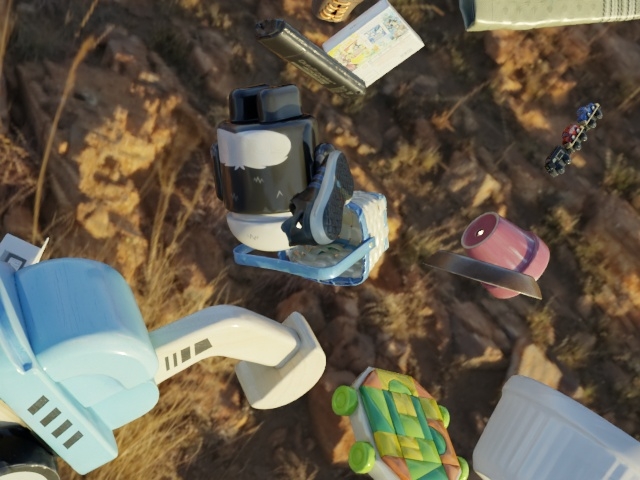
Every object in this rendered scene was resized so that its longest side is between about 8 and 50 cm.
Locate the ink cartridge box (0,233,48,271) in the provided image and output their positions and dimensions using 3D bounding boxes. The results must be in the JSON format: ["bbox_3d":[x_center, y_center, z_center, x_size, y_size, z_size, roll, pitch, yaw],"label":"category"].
[{"bbox_3d":[-0.485,0.066,1.331,0.060,0.104,0.180,26,32,-13],"label":"ink cartridge box"}]

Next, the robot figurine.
[{"bbox_3d":[-0.082,-0.121,1.470,0.174,0.209,0.278,-9,106,-16],"label":"robot figurine"}]

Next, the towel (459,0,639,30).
[{"bbox_3d":[0.263,-0.370,0.858,0.325,0.056,0.312,-8,102,-21],"label":"towel"}]

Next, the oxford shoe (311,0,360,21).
[{"bbox_3d":[0.054,-0.519,1.832,0.130,0.132,0.363,16,14,-12],"label":"oxford shoe"}]

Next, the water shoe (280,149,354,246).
[{"bbox_3d":[-0.007,-0.064,1.231,0.203,0.080,0.072,-71,144,-56],"label":"water shoe"}]

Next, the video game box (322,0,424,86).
[{"bbox_3d":[0.137,-0.510,2.277,0.187,0.205,0.048,32,31,-50],"label":"video game box"}]

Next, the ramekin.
[{"bbox_3d":[0.308,0.293,1.055,0.273,0.273,0.127,38,82,0],"label":"ramekin"}]

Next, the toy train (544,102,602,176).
[{"bbox_3d":[0.396,-0.163,1.371,0.036,0.027,0.158,42,66,-7],"label":"toy train"}]

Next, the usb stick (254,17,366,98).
[{"bbox_3d":[-0.015,-0.339,1.646,0.278,0.077,0.045,26,70,-47],"label":"usb stick"}]

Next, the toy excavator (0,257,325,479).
[{"bbox_3d":[-0.241,0.147,1.089,0.445,0.432,0.222,-27,48,-4],"label":"toy excavator"}]

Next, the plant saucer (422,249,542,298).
[{"bbox_3d":[0.225,0.044,1.202,0.169,0.168,0.029,17,90,-17],"label":"plant saucer"}]

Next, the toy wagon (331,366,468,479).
[{"bbox_3d":[0.167,0.398,1.632,0.267,0.068,0.344,18,39,-35],"label":"toy wagon"}]

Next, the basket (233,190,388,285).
[{"bbox_3d":[0.000,0.000,1.795,0.255,0.201,0.289,12,24,36],"label":"basket"}]

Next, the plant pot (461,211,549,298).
[{"bbox_3d":[0.489,0.027,2.377,0.180,0.201,0.201,43,47,-22],"label":"plant pot"}]
